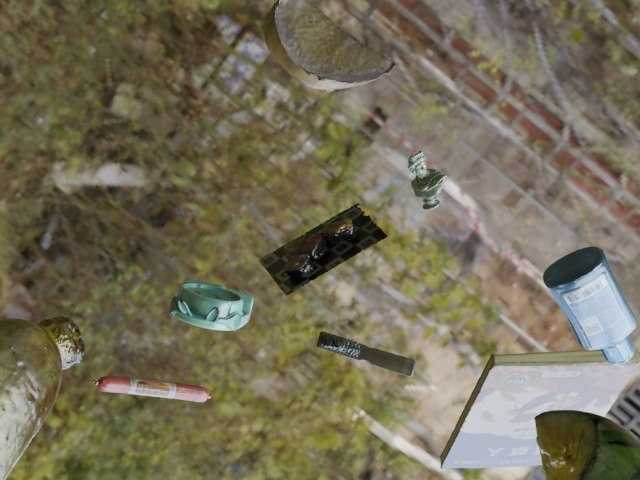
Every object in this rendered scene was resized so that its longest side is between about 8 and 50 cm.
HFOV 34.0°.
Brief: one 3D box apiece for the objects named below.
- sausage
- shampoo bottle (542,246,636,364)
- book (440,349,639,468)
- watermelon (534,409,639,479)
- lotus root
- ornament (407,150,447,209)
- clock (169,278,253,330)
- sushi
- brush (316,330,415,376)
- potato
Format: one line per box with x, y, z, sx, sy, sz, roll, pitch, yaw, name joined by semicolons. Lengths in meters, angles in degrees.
-0.325;0.289;2.039;0.034;0.253;0.034;-26;-121;54;sausage
0.452;0.117;1.710;0.104;0.258;0.061;-28;-139;11;shampoo bottle
0.426;0.345;2.093;0.428;0.300;0.039;101;-16;-51;book
0.437;0.406;1.551;0.189;0.330;0.331;-16;-168;12;watermelon
-0.377;0.189;1.146;0.173;0.173;0.309;-47;-172;48;lotus root
0.169;-0.097;1.683;0.041;0.092;0.068;-38;-179;-39;ornament
-0.146;0.087;1.374;0.135;0.101;0.041;-49;154;-81;clock
0.000;0.000;1.724;0.201;0.031;0.139;-31;-147;-8;sushi
0.087;0.207;1.931;0.027;0.190;0.034;128;-21;-68;brush
-0.004;-0.325;1.873;0.138;0.243;0.098;-60;-170;-28;potato
